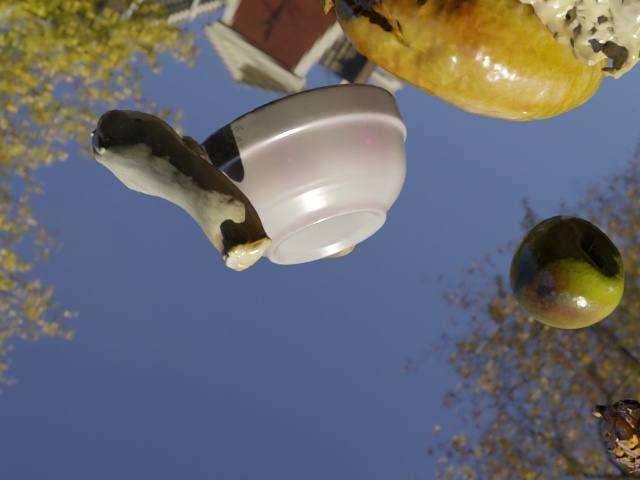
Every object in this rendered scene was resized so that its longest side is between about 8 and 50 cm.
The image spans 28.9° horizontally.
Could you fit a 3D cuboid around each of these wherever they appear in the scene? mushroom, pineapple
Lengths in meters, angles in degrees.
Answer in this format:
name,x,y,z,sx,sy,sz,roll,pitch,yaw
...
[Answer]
name,x,y,z,sx,sy,sz,roll,pitch,yaw
mushroom,-0.163,-0.068,1.445,0.278,0.096,0.099,36,-157,24
pineapple,0.416,0.237,1.416,0.225,0.225,0.076,18,-106,-26

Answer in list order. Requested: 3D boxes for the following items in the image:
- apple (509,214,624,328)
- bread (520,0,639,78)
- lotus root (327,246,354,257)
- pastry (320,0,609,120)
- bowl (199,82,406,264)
name,x,y,z,sx,sy,sz,roll,pitch,yaw
apple,0.400,0.054,2.029,0.196,0.157,0.196,23,-130,-29
bread,0.256,-0.255,0.928,0.274,0.274,0.149,40,-142,11
lotus root,0.000,0.000,1.733,0.099,0.049,0.054,3,180,11
pastry,0.153,-0.246,1.355,0.356,0.164,0.356,31,-162,-11
bowl,-0.015,-0.066,1.567,0.287,0.287,0.143,-2,-114,-45
